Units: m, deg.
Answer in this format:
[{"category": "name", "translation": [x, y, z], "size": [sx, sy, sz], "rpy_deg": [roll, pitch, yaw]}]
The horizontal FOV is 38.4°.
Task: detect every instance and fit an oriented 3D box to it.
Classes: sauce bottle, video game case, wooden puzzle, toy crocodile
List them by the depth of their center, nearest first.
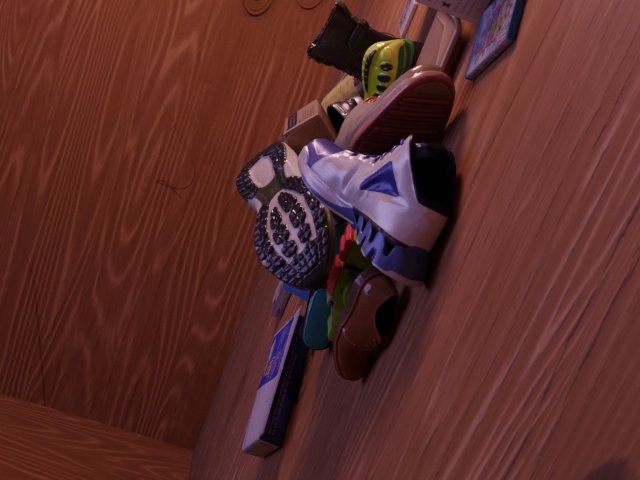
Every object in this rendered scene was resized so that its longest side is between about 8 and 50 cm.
[{"category": "video game case", "translation": [0.262, -0.319, 1.363], "size": [0.166, 0.015, 0.119], "rpy_deg": [138, 150, -75]}, {"category": "toy crocodile", "translation": [0.071, 0.020, 1.570], "size": [0.115, 0.105, 0.341], "rpy_deg": [-87, 16, -63]}, {"category": "wooden puzzle", "translation": [0.205, -0.311, 1.673], "size": [0.221, 0.044, 0.239], "rpy_deg": [-91, 17, -67]}, {"category": "sauce bottle", "translation": [0.056, -0.310, 2.191], "size": [0.344, 0.111, 0.111], "rpy_deg": [-37, 34, 56]}, {"category": "video game case", "translation": [0.214, -0.554, 2.256], "size": [0.122, 0.011, 0.087], "rpy_deg": [-87, 17, -63]}]

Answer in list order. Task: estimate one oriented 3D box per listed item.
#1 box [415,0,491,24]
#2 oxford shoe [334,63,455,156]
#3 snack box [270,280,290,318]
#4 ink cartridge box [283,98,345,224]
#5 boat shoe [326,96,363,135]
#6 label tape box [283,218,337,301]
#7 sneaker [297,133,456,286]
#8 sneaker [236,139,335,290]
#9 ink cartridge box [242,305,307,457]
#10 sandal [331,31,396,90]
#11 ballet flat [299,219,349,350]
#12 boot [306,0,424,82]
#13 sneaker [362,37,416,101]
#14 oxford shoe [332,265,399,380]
[{"category": "box", "translation": [0.245, -0.484, 1.488], "size": [0.181, 0.119, 0.182], "rpy_deg": [117, 169, -48]}, {"category": "oxford shoe", "translation": [0.100, -0.202, 1.579], "size": [0.397, 0.140, 0.147], "rpy_deg": [134, 137, -55]}, {"category": "snack box", "translation": [-0.111, 0.150, 2.775], "size": [0.100, 0.037, 0.141], "rpy_deg": [-82, 13, -58]}, {"category": "ink cartridge box", "translation": [0.018, -0.155, 1.872], "size": [0.088, 0.235, 0.193], "rpy_deg": [-30, 14, 7]}, {"category": "boat shoe", "translation": [0.078, -0.184, 1.801], "size": [0.081, 0.068, 0.228], "rpy_deg": [103, 150, -54]}, {"category": "label tape box", "translation": [0.000, 0.000, 2.110], "size": [0.334, 0.105, 0.241], "rpy_deg": [-89, 18, -66]}, {"category": "sneaker", "translation": [0.108, -0.088, 1.373], "size": [0.182, 0.127, 0.315], "rpy_deg": [-56, 42, 16]}, {"category": "sneaker", "translation": [-0.020, -0.032, 1.667], "size": [0.158, 0.182, 0.410], "rpy_deg": [-42, 33, 15]}, {"category": "ink cartridge box", "translation": [-0.092, 0.334, 2.130], "size": [0.307, 0.072, 0.304], "rpy_deg": [132, 157, -66]}, {"category": "sandal", "translation": [0.103, -0.371, 2.254], "size": [0.086, 0.120, 0.303], "rpy_deg": [-99, 25, -43]}, {"category": "ballet flat", "translation": [0.022, 0.082, 1.837], "size": [0.096, 0.095, 0.281], "rpy_deg": [-51, -18, -77]}, {"category": "boot", "translation": [0.078, -0.363, 1.951], "size": [0.091, 0.228, 0.263], "rpy_deg": [-82, 13, -52]}, {"category": "sneaker", "translation": [0.142, -0.284, 1.871], "size": [0.123, 0.109, 0.296], "rpy_deg": [-29, -29, -27]}, {"category": "oxford shoe", "translation": [0.073, 0.147, 1.428], "size": [0.076, 0.076, 0.212], "rpy_deg": [43, 135, 38]}]
